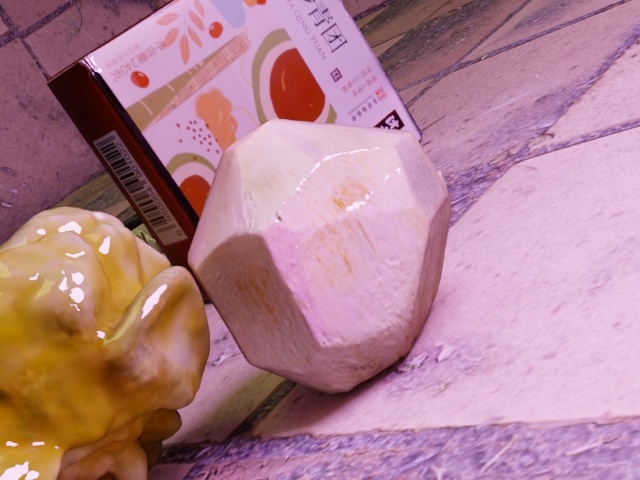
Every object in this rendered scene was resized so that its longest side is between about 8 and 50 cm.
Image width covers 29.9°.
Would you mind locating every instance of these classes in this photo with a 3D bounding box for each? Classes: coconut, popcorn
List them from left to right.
[{"bbox_3d":[-0.252,0.129,0.988,0.294,0.292,0.334,10,68,21],"label":"popcorn"},{"bbox_3d":[0.000,0.000,1.021,0.237,0.237,0.197,-35,12,-9],"label":"coconut"}]

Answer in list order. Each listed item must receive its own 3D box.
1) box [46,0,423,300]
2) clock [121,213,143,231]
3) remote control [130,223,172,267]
[{"bbox_3d":[-0.099,-0.170,1.575,0.385,0.344,0.122,-41,15,-32],"label":"box"},{"bbox_3d":[-0.401,0.087,1.930,0.386,0.076,0.386,-31,14,9],"label":"clock"},{"bbox_3d":[-0.275,0.054,1.690,0.277,0.103,0.055,-32,-25,3],"label":"remote control"}]
